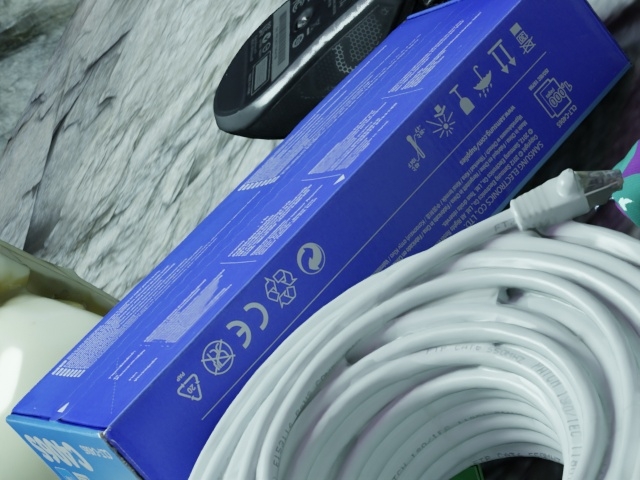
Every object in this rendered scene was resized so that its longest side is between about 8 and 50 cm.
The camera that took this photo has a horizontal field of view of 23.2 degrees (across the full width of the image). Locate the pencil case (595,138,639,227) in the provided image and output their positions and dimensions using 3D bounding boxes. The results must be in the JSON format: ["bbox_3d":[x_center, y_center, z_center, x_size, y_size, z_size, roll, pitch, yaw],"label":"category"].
[{"bbox_3d":[0.184,-0.061,0.665,0.152,0.064,0.070,-56,36,27],"label":"pencil case"}]

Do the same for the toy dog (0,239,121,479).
[{"bbox_3d":[-0.279,0.222,1.255,0.395,0.284,0.408,30,89,30],"label":"toy dog"}]

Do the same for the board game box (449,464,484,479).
[{"bbox_3d":[-0.003,0.233,0.645,0.317,0.213,0.046,-101,-2,-57],"label":"board game box"}]

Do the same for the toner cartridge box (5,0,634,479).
[{"bbox_3d":[0.000,0.000,0.830,0.348,0.075,0.165,-46,15,-21],"label":"toner cartridge box"}]

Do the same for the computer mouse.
[{"bbox_3d":[0.029,-0.155,1.157,0.272,0.072,0.188,-37,32,32],"label":"computer mouse"}]

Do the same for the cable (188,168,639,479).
[{"bbox_3d":[0.057,0.109,0.626,0.257,0.089,0.257,-22,40,23],"label":"cable"}]
